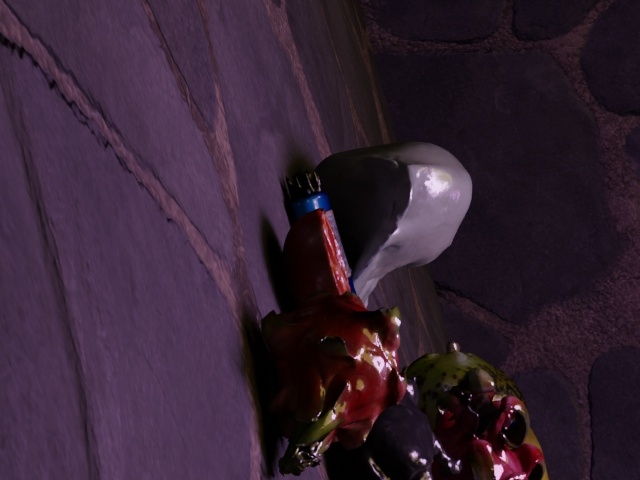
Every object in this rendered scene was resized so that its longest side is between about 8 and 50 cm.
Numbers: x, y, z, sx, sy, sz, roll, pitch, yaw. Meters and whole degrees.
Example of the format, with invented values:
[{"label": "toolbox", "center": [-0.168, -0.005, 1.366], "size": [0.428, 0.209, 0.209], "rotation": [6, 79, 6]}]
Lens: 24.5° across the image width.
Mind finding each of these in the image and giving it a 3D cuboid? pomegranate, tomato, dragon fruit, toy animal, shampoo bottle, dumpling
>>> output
[{"label": "pomegranate", "center": [0.174, 0.294, 2.129], "size": [0.204, 0.276, 0.222], "rotation": [34, 8, 32]}, {"label": "tomato", "center": [-0.005, 0.049, 1.662], "size": [0.155, 0.069, 0.155], "rotation": [-17, 90, -86]}, {"label": "dragon fruit", "center": [0.199, 0.310, 1.935], "size": [0.218, 0.272, 0.198], "rotation": [30, 4, 24]}, {"label": "toy animal", "center": [0.082, 0.228, 1.753], "size": [0.168, 0.106, 0.343], "rotation": [47, 13, -19]}, {"label": "dragon fruit", "center": [0.005, 0.131, 1.386], "size": [0.236, 0.135, 0.137], "rotation": [-46, 127, -61]}, {"label": "shampoo bottle", "center": [0.000, 0.000, 1.874], "size": [0.087, 0.050, 0.183], "rotation": [-35, 109, -79]}, {"label": "dumpling", "center": [0.078, -0.040, 2.051], "size": [0.212, 0.270, 0.321], "rotation": [53, 25, 21]}]

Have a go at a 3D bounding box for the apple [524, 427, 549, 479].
[{"label": "apple", "center": [0.258, 0.382, 2.328], "size": [0.261, 0.194, 0.260], "rotation": [165, -90, -88]}]
